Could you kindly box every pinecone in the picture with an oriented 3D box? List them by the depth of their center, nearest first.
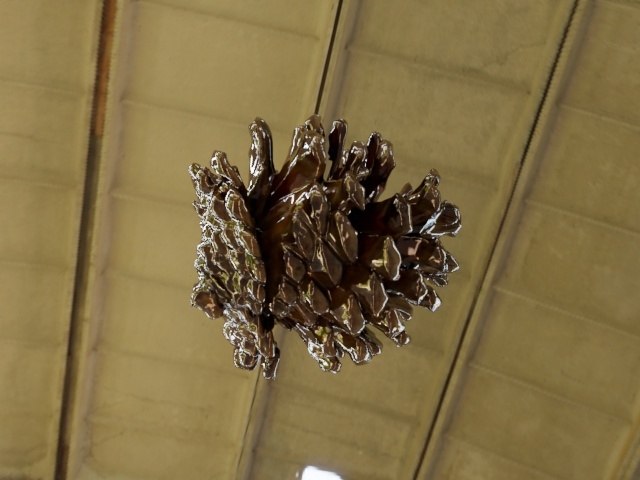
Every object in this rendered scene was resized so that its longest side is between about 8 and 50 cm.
[{"bbox_3d":[-0.002,0.002,0.585,0.195,0.150,0.179,-5,-68,17],"label":"pinecone"}]
